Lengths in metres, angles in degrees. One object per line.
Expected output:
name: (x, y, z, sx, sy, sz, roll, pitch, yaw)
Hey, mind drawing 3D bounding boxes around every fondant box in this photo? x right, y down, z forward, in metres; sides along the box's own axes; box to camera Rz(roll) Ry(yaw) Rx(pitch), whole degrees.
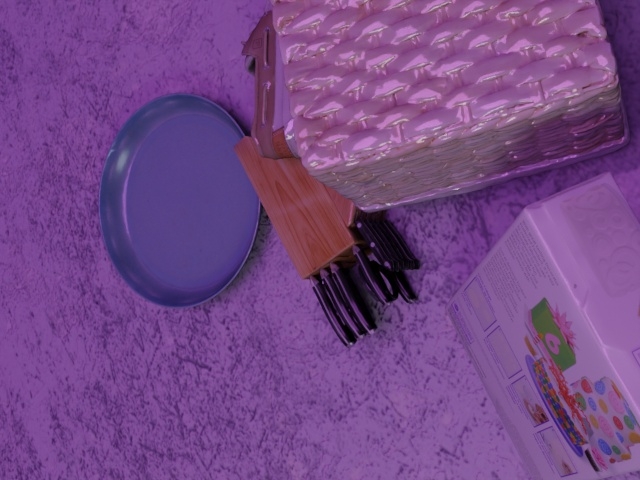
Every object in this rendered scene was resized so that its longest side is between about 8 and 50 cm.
fondant box: (0.248, 0.110, 0.908, 0.096, 0.330, 0.238, -23, 74, -11)

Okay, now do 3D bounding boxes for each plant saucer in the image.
plant saucer: (-0.205, -0.059, 1.357, 0.317, 0.043, 0.318, 1, 91, 34)

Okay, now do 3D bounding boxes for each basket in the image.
basket: (0.126, -0.231, 0.966, 0.331, 0.266, 0.329, -15, 80, 18)

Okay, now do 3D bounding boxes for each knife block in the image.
knife block: (0.000, 0.000, 1.194, 0.275, 0.088, 0.242, 15, 97, 32)

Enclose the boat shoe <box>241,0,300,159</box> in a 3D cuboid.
boat shoe: (-0.051, -0.243, 1.172, 0.103, 0.113, 0.303, -15, 60, 16)
